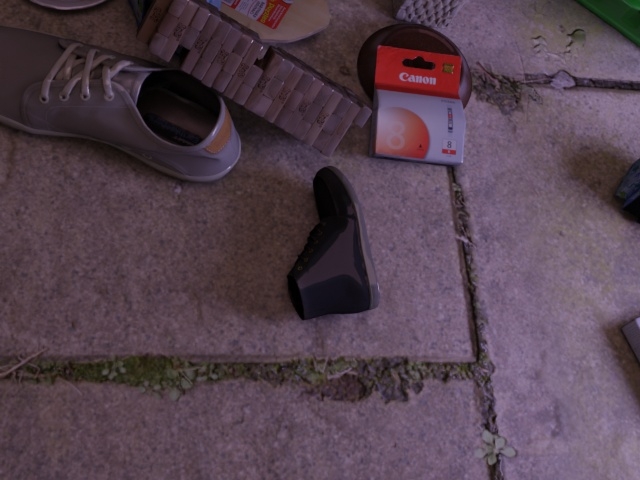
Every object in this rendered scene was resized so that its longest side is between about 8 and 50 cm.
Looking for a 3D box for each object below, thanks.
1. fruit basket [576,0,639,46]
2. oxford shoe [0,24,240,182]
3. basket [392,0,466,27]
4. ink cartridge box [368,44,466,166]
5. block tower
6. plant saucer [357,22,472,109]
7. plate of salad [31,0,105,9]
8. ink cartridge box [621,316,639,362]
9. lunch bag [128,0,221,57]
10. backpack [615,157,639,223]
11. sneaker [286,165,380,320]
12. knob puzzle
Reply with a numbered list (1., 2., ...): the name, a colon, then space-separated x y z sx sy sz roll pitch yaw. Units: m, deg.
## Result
1. fruit basket: 0.559 -0.534 1.550 0.392 0.283 0.392 31 21 -14
2. oxford shoe: -0.321 -0.215 1.225 0.450 0.130 0.169 21 65 -3
3. basket: 0.187 -0.436 1.426 0.113 0.167 0.103 8 70 -10
4. ink cartridge box: 0.155 -0.210 1.353 0.146 0.045 0.179 5 89 -12
5. block tower: -0.093 -0.240 1.244 0.336 0.097 0.091 27 18 -21
6. plant saucer: 0.160 -0.281 1.421 0.199 0.036 0.198 5 65 -11
7. plate of salad: -0.396 -0.445 1.351 0.200 0.048 0.199 5 65 -12
8. ink cartridge box: 0.599 0.192 1.315 0.223 0.045 0.223 -17 72 -20
9. lunch bag: -0.231 -0.367 1.312 0.151 0.129 0.096 41 62 5
10. backpack: 0.537 -0.098 1.394 0.084 0.105 0.114 40 61 5
11. sneaker: 0.000 0.000 1.232 0.118 0.083 0.221 -10 71 -17
12. knob puzzle: -0.076 -0.387 1.413 0.213 0.030 0.213 5 65 -11
